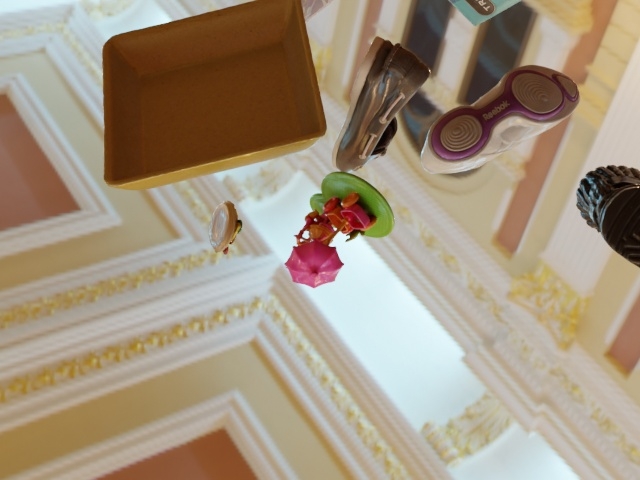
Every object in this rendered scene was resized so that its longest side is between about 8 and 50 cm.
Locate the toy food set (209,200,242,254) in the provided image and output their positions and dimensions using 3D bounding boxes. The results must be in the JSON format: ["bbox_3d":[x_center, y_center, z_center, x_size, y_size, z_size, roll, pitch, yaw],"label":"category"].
[{"bbox_3d":[-0.148,-0.020,1.597,0.020,0.083,0.083,12,-140,-30],"label":"toy food set"}]

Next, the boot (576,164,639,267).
[{"bbox_3d":[0.529,0.018,1.486,0.348,0.131,0.260,40,-169,0],"label":"boot"}]

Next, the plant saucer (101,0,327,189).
[{"bbox_3d":[-0.166,-0.218,1.609,0.332,0.081,0.333,-13,-128,3],"label":"plant saucer"}]

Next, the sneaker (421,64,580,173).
[{"bbox_3d":[0.298,-0.204,1.778,0.305,0.152,0.114,-24,-100,-14],"label":"sneaker"}]

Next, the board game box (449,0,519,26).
[{"bbox_3d":[0.346,-0.583,1.990,0.253,0.336,0.079,38,-128,-25],"label":"board game box"}]

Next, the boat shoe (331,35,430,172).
[{"bbox_3d":[0.089,-0.182,1.594,0.095,0.335,0.112,27,-115,5],"label":"boat shoe"}]

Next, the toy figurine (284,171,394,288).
[{"bbox_3d":[0.000,0.000,1.534,0.130,0.173,0.159,52,-121,-21],"label":"toy figurine"}]

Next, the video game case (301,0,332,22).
[{"bbox_3d":[-0.017,-0.521,2.028,0.023,0.184,0.201,19,-141,18],"label":"video game case"}]
